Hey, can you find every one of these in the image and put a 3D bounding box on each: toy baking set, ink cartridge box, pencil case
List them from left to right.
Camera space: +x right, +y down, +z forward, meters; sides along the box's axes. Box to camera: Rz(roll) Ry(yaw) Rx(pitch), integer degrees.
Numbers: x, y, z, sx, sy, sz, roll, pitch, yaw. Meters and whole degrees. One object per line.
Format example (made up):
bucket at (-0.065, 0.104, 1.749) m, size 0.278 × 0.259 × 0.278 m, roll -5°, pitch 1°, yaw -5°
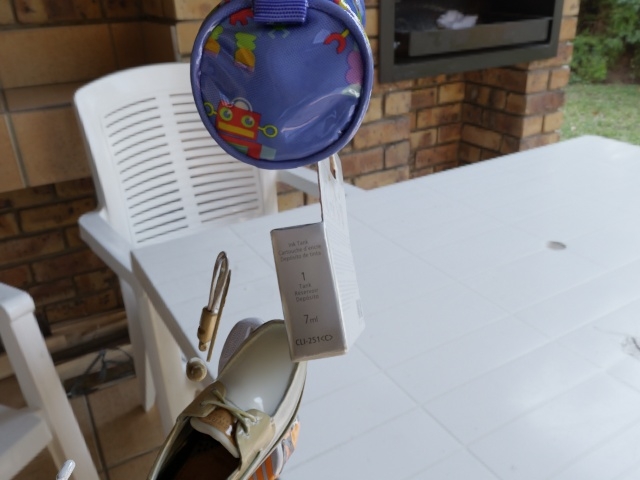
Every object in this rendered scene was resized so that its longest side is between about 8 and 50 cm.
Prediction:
toy baking set at (-0.169, 0.114, 0.850) m, size 0.030 × 0.197 × 0.256 m, roll 12°, pitch -6°, yaw -12°
pencil case at (-0.019, -0.175, 0.475) m, size 0.119 × 0.133 × 0.306 m, roll -1°, pitch 32°, yaw 3°
ink cartridge box at (0.000, 0.000, 0.714) m, size 0.066 × 0.261 × 0.296 m, roll -9°, pitch -6°, yaw 7°

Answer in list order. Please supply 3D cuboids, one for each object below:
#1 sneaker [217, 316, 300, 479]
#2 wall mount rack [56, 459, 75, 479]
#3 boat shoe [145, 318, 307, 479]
sneaker at (-0.122, 0.320, 1.178) m, size 0.124 × 0.321 × 0.180 m, roll -5°, pitch -8°, yaw 11°
wall mount rack at (-0.444, 0.515, 0.820) m, size 0.130 × 0.350 × 0.304 m, roll 20°, pitch 36°, yaw -51°
boat shoe at (-0.106, 0.222, 0.656) m, size 0.113 × 0.103 × 0.302 m, roll 26°, pitch 70°, yaw 11°
